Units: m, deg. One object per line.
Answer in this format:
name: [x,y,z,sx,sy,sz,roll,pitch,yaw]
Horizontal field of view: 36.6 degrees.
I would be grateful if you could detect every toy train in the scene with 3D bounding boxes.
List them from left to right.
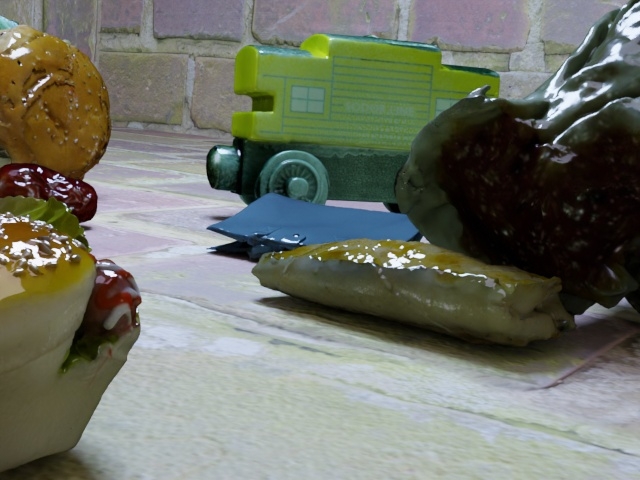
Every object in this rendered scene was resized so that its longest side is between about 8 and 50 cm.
toy train: [0.059,-0.157,1.390,0.441,0.273,0.179,2,6,-19]

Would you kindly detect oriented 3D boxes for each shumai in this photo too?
shumai: [0.223,-0.087,0.826,0.288,0.330,0.292,15,33,3]

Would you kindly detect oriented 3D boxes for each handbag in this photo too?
handbag: [0.000,0.000,1.060,0.221,0.057,0.144,10,17,28]

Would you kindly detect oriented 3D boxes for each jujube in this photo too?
jujube: [-0.328,-0.052,1.147,0.129,0.077,0.077,8,6,-27]

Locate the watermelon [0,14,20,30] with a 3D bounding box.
watermelon: [-0.556,-0.212,1.570,0.151,0.302,0.264,39,19,31]

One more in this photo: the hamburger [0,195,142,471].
hamburger: [-0.189,0.038,0.462,0.210,0.116,0.173,12,14,41]

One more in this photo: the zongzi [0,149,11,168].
zongzi: [-0.526,-0.088,1.289,0.160,0.079,0.176,3,9,36]

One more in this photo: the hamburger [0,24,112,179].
hamburger: [-0.433,-0.189,1.429,0.211,0.261,0.245,-1,24,37]

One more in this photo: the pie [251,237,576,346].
pie: [0.067,0.034,0.803,0.282,0.069,0.128,6,7,41]
